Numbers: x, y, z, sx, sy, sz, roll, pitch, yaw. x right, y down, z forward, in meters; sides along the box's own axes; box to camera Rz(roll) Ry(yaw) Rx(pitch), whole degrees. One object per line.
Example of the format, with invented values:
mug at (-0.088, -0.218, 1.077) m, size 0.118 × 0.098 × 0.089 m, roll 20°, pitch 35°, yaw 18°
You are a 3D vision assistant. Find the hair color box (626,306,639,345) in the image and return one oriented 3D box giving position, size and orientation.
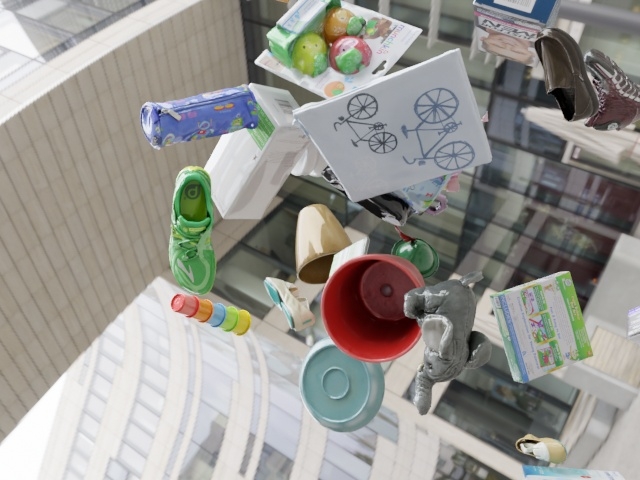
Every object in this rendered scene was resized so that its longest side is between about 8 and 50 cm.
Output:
hair color box at (1.085, 0.289, 1.660) m, size 0.185 × 0.339 × 0.110 m, roll -52°, pitch 13°, yaw 56°

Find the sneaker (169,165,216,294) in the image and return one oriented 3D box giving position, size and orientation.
sneaker at (-0.293, -0.018, 1.302) m, size 0.123 × 0.109 × 0.295 m, roll -136°, pitch 44°, yaw -79°

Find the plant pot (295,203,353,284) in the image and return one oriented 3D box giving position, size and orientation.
plant pot at (0.000, 0.000, 2.166) m, size 0.237 × 0.254 × 0.237 m, roll -13°, pitch -29°, yaw -7°

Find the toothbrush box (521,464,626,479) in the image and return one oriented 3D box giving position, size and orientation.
toothbrush box at (0.772, 0.776, 1.755) m, size 0.216 × 0.296 × 0.126 m, roll 27°, pitch -116°, yaw -72°

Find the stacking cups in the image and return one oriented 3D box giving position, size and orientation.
stacking cups at (-0.363, 0.249, 1.945) m, size 0.316 × 0.096 × 0.096 m, roll 30°, pitch -95°, yaw -54°

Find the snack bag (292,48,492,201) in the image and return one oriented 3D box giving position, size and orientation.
snack bag at (0.158, -0.215, 1.198) m, size 0.323 × 0.343 × 0.037 m, roll 50°, pitch -150°, yaw -48°

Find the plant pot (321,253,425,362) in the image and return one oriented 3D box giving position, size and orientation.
plant pot at (0.161, 0.153, 1.522) m, size 0.243 × 0.275 × 0.275 m, roll -26°, pitch -44°, yaw -71°

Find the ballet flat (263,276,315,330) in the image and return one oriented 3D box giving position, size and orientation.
ballet flat at (-0.083, 0.169, 1.621) m, size 0.086 × 0.248 × 0.086 m, roll -12°, pitch -59°, yaw -20°

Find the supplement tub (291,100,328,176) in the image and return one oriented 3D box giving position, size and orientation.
supplement tub at (0.050, -0.332, 1.861) m, size 0.325 × 0.235 × 0.235 m, roll -14°, pitch -51°, yaw -28°

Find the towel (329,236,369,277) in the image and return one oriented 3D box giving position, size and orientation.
towel at (0.096, 0.058, 1.894) m, size 0.023 × 0.152 × 0.113 m, roll 42°, pitch -141°, yaw -22°

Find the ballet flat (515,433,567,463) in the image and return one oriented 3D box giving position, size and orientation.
ballet flat at (0.704, 0.675, 1.862) m, size 0.232 × 0.073 × 0.080 m, roll 118°, pitch 142°, yaw -75°

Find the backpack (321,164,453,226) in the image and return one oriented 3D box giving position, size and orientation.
backpack at (0.222, -0.234, 1.428) m, size 0.290 × 0.273 × 0.355 m, roll 33°, pitch -97°, yaw -43°

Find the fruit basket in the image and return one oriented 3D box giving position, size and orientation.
fruit basket at (0.043, -0.539, 1.589) m, size 0.327 × 0.353 × 0.165 m, roll -50°, pitch -32°, yaw -15°

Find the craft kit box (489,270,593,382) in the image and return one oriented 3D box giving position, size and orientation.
craft kit box at (0.617, 0.237, 1.614) m, size 0.247 × 0.249 × 0.061 m, roll -14°, pitch -2°, yaw -15°

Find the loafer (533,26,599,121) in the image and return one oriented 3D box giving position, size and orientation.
loafer at (0.519, -0.350, 1.238) m, size 0.078 × 0.220 × 0.080 m, roll -35°, pitch 7°, yaw -22°

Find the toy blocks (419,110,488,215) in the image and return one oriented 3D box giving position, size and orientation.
toy blocks at (0.436, -0.279, 1.959) m, size 0.309 × 0.260 × 0.288 m, roll -85°, pitch -11°, yaw -59°

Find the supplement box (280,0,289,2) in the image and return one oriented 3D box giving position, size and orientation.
supplement box at (-0.108, -0.820, 1.683) m, size 0.078 × 0.080 × 0.233 m, roll 155°, pitch 120°, yaw -67°

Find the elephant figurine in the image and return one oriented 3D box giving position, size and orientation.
elephant figurine at (0.268, 0.214, 1.209) m, size 0.186 × 0.169 × 0.239 m, roll 85°, pitch 180°, yaw -51°

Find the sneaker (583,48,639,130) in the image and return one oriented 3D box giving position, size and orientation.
sneaker at (0.776, -0.389, 1.597) m, size 0.162 × 0.281 × 0.106 m, roll -41°, pitch 26°, yaw 38°

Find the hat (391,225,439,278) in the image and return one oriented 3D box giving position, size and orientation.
hat at (0.350, 0.020, 1.999) m, size 0.208 × 0.173 × 0.183 m, roll -23°, pitch -24°, yaw -29°

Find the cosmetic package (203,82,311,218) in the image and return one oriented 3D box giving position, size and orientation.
cosmetic package at (-0.190, -0.252, 1.718) m, size 0.155 × 0.197 × 0.365 m, roll -3°, pitch -41°, yaw -46°

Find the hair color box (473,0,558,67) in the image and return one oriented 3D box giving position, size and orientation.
hair color box at (0.483, -0.544, 1.431) m, size 0.105 × 0.174 × 0.347 m, roll -68°, pitch -16°, yaw 8°

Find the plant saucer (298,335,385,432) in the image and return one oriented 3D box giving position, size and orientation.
plant saucer at (0.057, 0.468, 1.902) m, size 0.044 × 0.318 × 0.317 m, roll 16°, pitch -82°, yaw -60°

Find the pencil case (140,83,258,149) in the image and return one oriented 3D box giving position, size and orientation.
pencil case at (-0.305, -0.320, 1.487) m, size 0.306 × 0.119 × 0.133 m, roll -19°, pitch -8°, yaw -29°
